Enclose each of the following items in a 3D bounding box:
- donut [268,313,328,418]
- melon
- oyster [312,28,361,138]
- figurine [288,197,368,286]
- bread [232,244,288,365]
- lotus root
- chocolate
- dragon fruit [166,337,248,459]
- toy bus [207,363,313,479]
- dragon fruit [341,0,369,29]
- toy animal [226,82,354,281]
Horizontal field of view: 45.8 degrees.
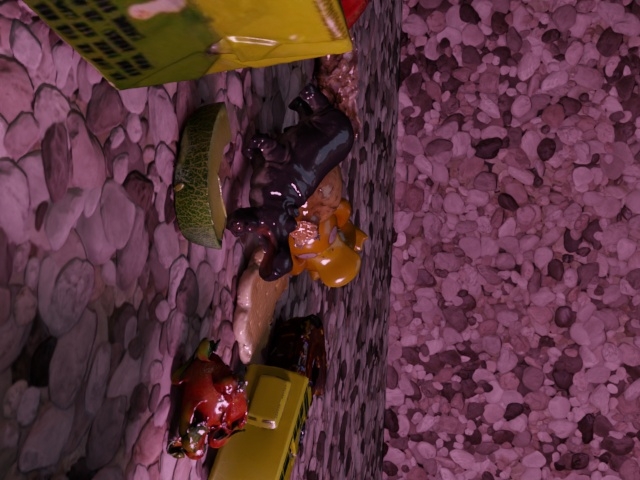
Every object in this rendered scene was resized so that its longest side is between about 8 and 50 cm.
[{"bbox_3d":[-0.051,0.266,1.619,0.230,0.096,0.216,-56,145,-63],"label":"donut"},{"bbox_3d":[-0.171,-0.102,1.114,0.118,0.064,0.209,60,34,-65],"label":"melon"},{"bbox_3d":[0.029,-0.434,1.794,0.204,0.111,0.396,-97,178,-48],"label":"oyster"},{"bbox_3d":[-0.003,-0.004,1.628,0.228,0.215,0.215,-103,-166,-79],"label":"figurine"},{"bbox_3d":[-0.116,0.102,1.431,0.251,0.039,0.182,-70,157,-45],"label":"bread"},{"bbox_3d":[-0.039,-0.120,1.467,0.140,0.154,0.257,113,-27,-56],"label":"lotus root"},{"bbox_3d":[-0.137,-0.287,0.755,0.301,0.289,0.137,51,34,-70],"label":"chocolate"},{"bbox_3d":[-0.163,0.245,1.118,0.175,0.142,0.138,-59,-167,-19],"label":"dragon fruit"},{"bbox_3d":[-0.101,0.350,1.332,0.150,0.128,0.262,87,17,-52],"label":"toy bus"},{"bbox_3d":[-0.058,-0.403,1.050,0.302,0.295,0.295,-58,153,-32],"label":"dragon fruit"},{"bbox_3d":[-0.067,-0.106,1.319,0.343,0.168,0.106,-63,-167,-18],"label":"toy animal"}]
